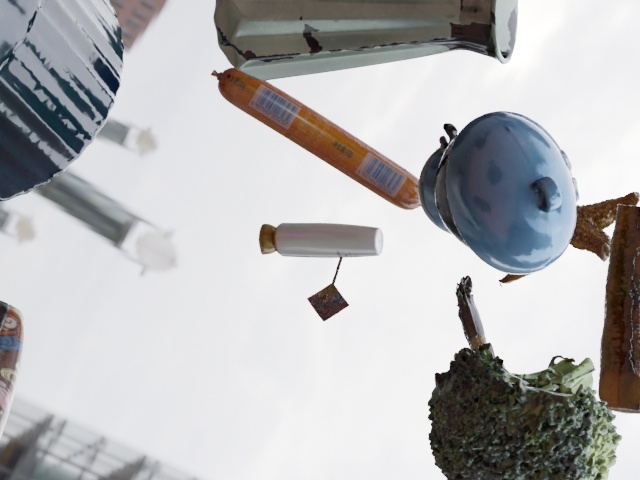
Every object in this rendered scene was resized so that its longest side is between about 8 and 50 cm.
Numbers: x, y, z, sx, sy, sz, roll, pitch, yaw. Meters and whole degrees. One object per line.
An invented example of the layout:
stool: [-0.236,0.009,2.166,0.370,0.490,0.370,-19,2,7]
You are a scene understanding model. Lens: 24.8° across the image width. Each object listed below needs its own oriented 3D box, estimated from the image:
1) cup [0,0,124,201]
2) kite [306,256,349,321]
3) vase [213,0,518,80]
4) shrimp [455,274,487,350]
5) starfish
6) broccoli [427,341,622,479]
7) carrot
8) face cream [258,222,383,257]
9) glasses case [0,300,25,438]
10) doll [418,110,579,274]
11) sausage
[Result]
cup: [-0.304,-0.201,1.052,0.242,0.292,0.307,-27,-115,4]
kite: [0.018,0.056,1.609,0.078,0.044,0.002,-51,160,-22]
vase: [0.054,-0.276,1.785,0.360,0.165,0.165,3,-124,22]
shrimp: [0.233,0.135,2.282,0.091,0.034,0.161,178,-101,-81]
starfish: [0.327,-0.018,2.003,0.227,0.043,0.240,-26,-156,-1]
broccoli: [0.196,0.183,1.418,0.226,0.198,0.176,-56,172,33]
carrot: [0.375,0.079,1.754,0.070,0.070,0.260,-26,-128,62]
face cream: [0.000,0.000,2.136,0.072,0.182,0.051,38,55,-70]
glasses case: [-0.347,0.180,1.384,0.122,0.082,0.321,-56,-164,32]
doll: [0.194,-0.055,1.588,0.141,0.177,0.314,-21,-171,-10]
sausage: [0.002,-0.140,1.974,0.053,0.348,0.053,-58,179,-1]
